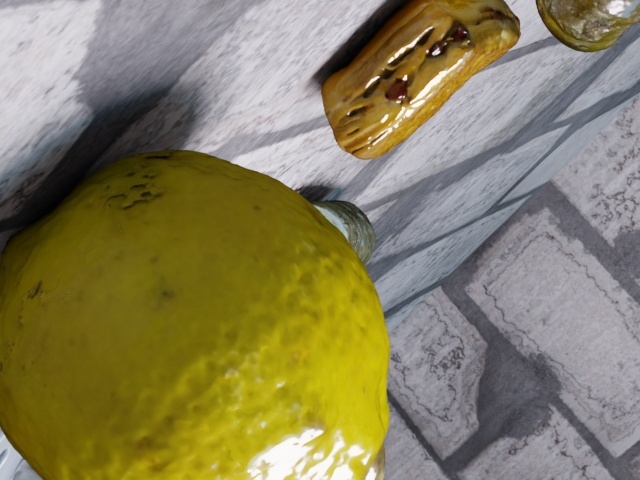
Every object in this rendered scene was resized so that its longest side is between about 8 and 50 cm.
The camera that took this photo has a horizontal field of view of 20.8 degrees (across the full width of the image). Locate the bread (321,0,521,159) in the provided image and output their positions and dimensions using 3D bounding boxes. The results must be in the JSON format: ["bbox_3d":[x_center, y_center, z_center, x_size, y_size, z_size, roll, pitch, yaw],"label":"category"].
[{"bbox_3d":[0.099,-0.184,1.833,0.210,0.099,0.235,-41,176,20],"label":"bread"}]

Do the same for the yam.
[{"bbox_3d":[0.000,0.000,2.218,0.107,0.107,0.194,-42,172,10],"label":"yam"}]

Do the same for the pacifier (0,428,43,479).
[{"bbox_3d":[-0.326,0.306,2.026,0.227,0.207,0.279,-62,166,0],"label":"pacifier"}]

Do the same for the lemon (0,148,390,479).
[{"bbox_3d":[-0.107,0.102,1.532,0.350,0.387,0.350,-60,-178,3],"label":"lemon"}]

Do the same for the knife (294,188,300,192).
[{"bbox_3d":[-0.114,0.023,2.160,0.247,0.018,0.035,-42,167,4],"label":"knife"}]

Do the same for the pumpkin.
[{"bbox_3d":[0.357,-0.307,2.057,0.219,0.162,0.219,-37,173,-5],"label":"pumpkin"}]
